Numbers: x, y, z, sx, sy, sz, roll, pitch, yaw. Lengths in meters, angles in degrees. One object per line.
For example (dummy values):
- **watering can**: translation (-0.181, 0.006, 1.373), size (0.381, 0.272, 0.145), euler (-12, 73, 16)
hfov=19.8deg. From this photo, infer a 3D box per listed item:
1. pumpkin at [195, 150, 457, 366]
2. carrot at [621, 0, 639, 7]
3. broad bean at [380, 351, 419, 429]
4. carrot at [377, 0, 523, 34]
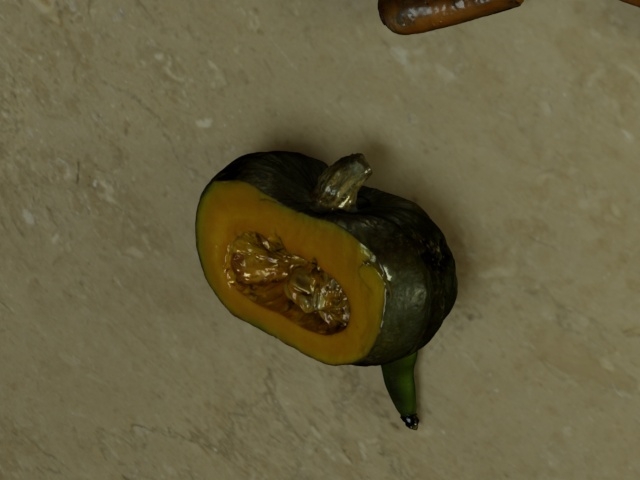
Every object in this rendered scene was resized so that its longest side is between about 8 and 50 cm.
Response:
- **pumpkin**: translation (0.000, 0.000, 2.050), size (0.317, 0.139, 0.222), euler (30, 125, 32)
- **carrot**: translation (0.298, -0.230, 1.711), size (0.142, 0.035, 0.035), euler (33, 138, 11)
- **broad bean**: translation (0.092, 0.110, 2.150), size (0.060, 0.043, 0.297), euler (16, 132, 18)
- **carrot**: translation (0.131, -0.240, 1.839), size (0.161, 0.055, 0.055), euler (-4, 117, 35)
